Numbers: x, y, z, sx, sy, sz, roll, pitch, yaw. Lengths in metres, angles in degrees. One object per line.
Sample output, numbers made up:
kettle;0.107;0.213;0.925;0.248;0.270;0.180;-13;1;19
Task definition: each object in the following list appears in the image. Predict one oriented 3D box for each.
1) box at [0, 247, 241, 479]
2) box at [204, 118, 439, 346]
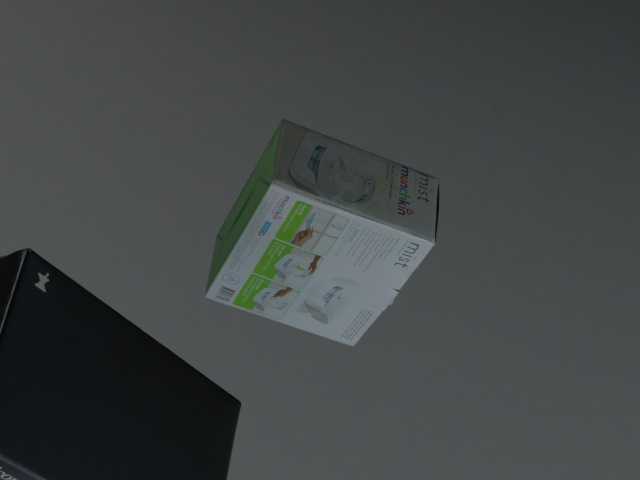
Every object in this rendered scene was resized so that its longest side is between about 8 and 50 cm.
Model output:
box;-0.282;0.178;1.117;0.296;0.294;0.182;42;-136;-41
box;0.000;0.000;1.680;0.231;0.262;0.126;18;-132;-13
